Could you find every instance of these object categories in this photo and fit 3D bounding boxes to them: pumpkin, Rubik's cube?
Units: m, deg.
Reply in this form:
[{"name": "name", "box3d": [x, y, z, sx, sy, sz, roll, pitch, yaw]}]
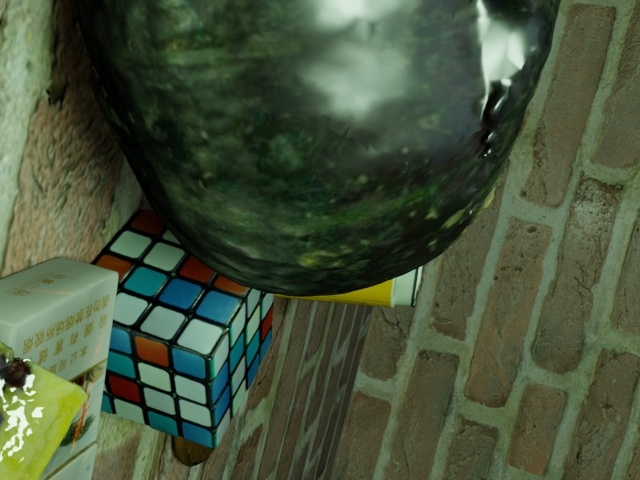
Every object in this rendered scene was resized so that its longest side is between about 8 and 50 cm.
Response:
[{"name": "pumpkin", "box3d": [-0.009, -0.183, 0.594, 0.454, 0.343, 0.455, -178, -90, -89]}, {"name": "Rubik's cube", "box3d": [-0.143, 0.086, 0.754, 0.155, 0.154, 0.151, -60, 161, -46]}]

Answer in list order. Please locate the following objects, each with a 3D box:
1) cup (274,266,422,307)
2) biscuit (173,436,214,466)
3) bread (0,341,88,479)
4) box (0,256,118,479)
[{"name": "cup", "box3d": [0.000, 0.000, 1.013, 0.196, 0.279, 0.197, 9, 90, -80]}, {"name": "biscuit", "box3d": [-0.161, 0.228, 1.112, 0.212, 0.036, 0.212, 16, 90, -79]}, {"name": "bread", "box3d": [-0.261, 0.190, 0.331, 0.138, 0.077, 0.361, 42, 60, -27]}, {"name": "box", "box3d": [-0.238, 0.144, 0.607, 0.149, 0.067, 0.233, -35, 139, -70]}]
